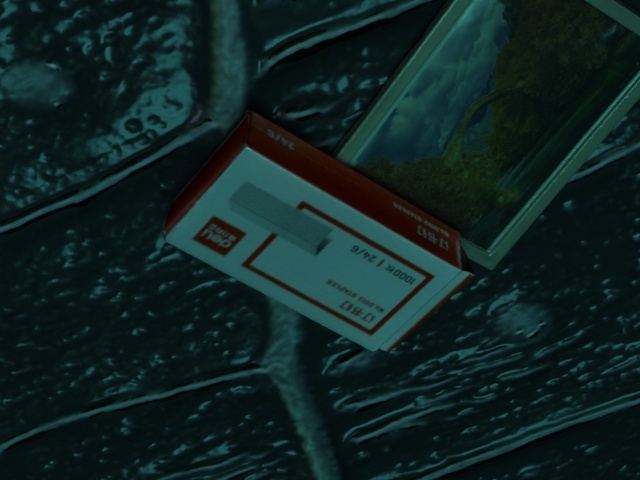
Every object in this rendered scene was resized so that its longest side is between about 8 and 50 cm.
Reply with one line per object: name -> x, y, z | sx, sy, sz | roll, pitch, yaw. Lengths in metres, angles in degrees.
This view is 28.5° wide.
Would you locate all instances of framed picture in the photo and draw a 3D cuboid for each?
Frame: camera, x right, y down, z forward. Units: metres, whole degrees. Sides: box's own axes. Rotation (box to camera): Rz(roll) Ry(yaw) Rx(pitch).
framed picture -> 0.141, -0.103, 0.999 | 0.184, 0.016, 0.250 | 28, 116, -22

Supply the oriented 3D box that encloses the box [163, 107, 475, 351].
box -> 0.000, 0.000, 1.021 | 0.229, 0.050, 0.123 | 30, 125, -23
